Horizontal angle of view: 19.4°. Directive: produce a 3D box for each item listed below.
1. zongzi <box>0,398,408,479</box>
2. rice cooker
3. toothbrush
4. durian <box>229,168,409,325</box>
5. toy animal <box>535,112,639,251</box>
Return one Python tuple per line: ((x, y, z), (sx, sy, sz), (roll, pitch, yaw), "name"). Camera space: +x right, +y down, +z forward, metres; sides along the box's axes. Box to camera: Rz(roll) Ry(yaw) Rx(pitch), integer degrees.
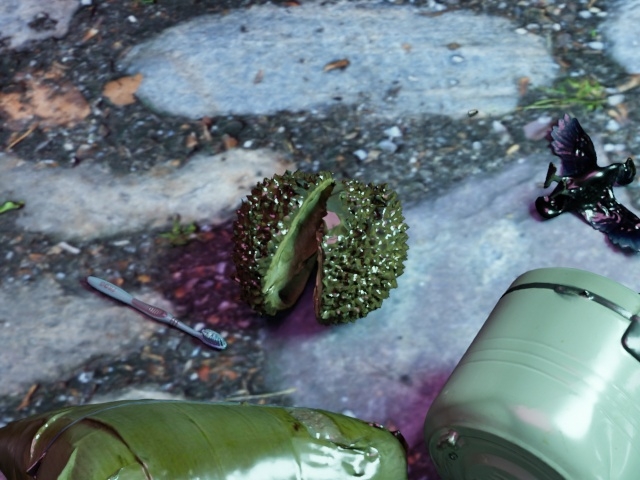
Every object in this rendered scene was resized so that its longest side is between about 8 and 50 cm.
((-0.121, 0.222, 1.801), (0.356, 0.174, 0.393), (-5, 10, -21), "zongzi")
((0.230, 0.153, 1.733), (0.226, 0.226, 0.244), (19, 59, 24), "rice cooker")
((-0.178, 0.075, 1.993), (0.193, 0.019, 0.013), (23, 60, 28), "toothbrush")
((0.000, 0.000, 1.947), (0.196, 0.167, 0.196), (11, 39, -10), "durian")
((0.285, -0.058, 1.993), (0.108, 0.062, 0.220), (-11, 47, -22), "toy animal")
